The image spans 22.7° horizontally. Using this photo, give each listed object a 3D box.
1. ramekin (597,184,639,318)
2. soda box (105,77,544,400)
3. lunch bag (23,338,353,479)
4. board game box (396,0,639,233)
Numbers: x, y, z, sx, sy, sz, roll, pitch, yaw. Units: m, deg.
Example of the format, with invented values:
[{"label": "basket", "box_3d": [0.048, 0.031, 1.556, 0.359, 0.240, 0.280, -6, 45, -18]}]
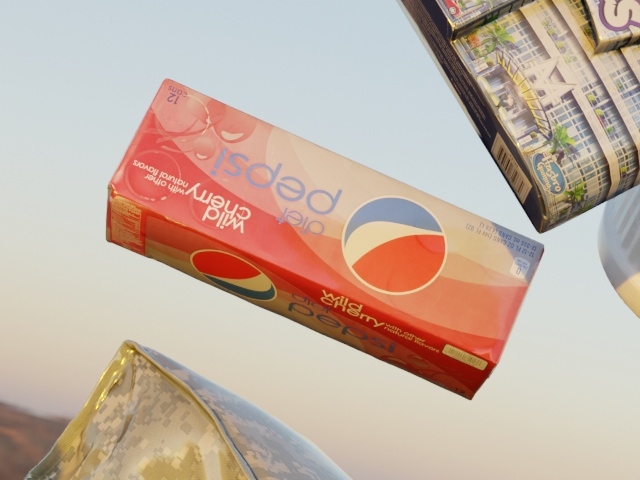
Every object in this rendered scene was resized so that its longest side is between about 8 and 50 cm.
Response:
[{"label": "ramekin", "box_3d": [0.294, -0.015, 1.036, 0.207, 0.207, 0.109, 14, -51, 0]}, {"label": "soda box", "box_3d": [0.000, 0.000, 1.009, 0.263, 0.092, 0.083, 24, -22, 3]}, {"label": "lunch bag", "box_3d": [-0.038, 0.232, 1.150, 0.235, 0.169, 0.287, 36, -1, -42]}, {"label": "board game box", "box_3d": [0.142, -0.134, 0.768, 0.194, 0.194, 0.060, -28, -14, -9]}]
